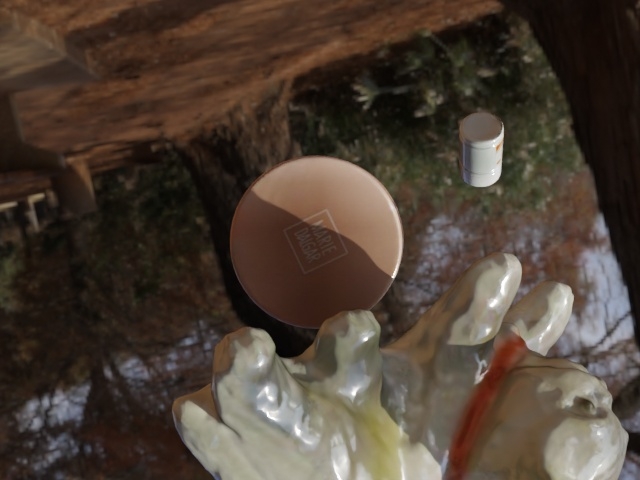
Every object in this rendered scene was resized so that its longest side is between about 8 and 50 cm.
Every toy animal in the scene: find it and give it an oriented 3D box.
[{"bbox_3d":[0.071,0.141,0.658,0.266,0.188,0.308,-35,151,15],"label":"toy animal"}]

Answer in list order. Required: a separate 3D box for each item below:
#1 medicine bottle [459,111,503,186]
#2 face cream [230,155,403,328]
[{"bbox_3d":[0.208,-0.118,1.218,0.057,0.057,0.089,-11,142,0],"label":"medicine bottle"},{"bbox_3d":[0.000,0.000,0.840,0.149,0.149,0.104,-10,-179,5],"label":"face cream"}]
